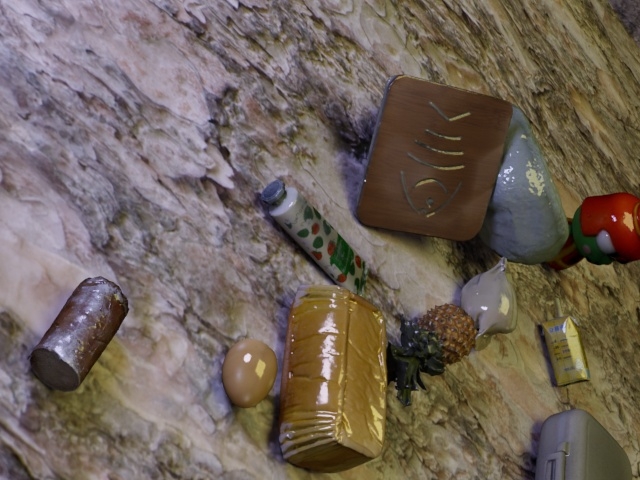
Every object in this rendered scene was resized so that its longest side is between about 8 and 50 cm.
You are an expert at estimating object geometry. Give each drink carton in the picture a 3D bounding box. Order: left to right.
[{"bbox_3d":[0.543,0.221,2.279,0.074,0.084,0.200,16,59,-60],"label":"drink carton"}]

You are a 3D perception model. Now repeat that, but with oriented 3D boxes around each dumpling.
[{"bbox_3d":[0.344,0.133,2.046,0.136,0.118,0.199,41,69,-54],"label":"dumpling"}]

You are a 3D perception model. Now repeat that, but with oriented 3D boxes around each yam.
[{"bbox_3d":[-0.293,0.111,1.250,0.079,0.079,0.141,51,40,-23],"label":"yam"}]

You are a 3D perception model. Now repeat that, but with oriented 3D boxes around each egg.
[{"bbox_3d":[-0.103,0.190,1.453,0.080,0.080,0.096,43,50,-30],"label":"egg"}]

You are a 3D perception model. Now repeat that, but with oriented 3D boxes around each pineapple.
[{"bbox_3d":[0.174,0.201,1.789,0.277,0.119,0.130,-21,133,-54],"label":"pineapple"}]

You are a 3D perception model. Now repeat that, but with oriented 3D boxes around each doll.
[{"bbox_3d":[0.665,-0.027,2.329,0.182,0.363,0.160,30,61,-41],"label":"doll"}]

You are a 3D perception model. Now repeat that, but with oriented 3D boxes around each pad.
[{"bbox_3d":[0.213,-0.145,1.895,0.286,0.018,0.284,9,101,-28],"label":"pad"}]

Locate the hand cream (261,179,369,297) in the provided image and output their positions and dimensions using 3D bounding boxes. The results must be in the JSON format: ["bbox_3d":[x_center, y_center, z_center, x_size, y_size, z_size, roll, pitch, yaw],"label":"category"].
[{"bbox_3d":[0.000,0.000,1.712,0.276,0.059,0.095,45,43,-35],"label":"hand cream"}]

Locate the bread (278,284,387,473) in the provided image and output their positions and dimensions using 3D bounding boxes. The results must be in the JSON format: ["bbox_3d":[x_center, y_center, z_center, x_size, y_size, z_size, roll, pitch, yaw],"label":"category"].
[{"bbox_3d":[0.020,0.208,1.569,0.152,0.119,0.288,35,48,-42],"label":"bread"}]

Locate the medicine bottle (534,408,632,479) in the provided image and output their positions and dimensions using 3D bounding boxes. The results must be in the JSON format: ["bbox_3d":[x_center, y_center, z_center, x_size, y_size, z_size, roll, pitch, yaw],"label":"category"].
[{"bbox_3d":[0.530,0.542,2.056,0.282,0.123,0.375,46,42,-30],"label":"medicine bottle"}]

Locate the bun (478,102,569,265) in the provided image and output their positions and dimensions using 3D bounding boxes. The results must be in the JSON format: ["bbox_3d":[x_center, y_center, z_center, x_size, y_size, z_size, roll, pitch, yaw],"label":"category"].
[{"bbox_3d":[0.385,-0.113,2.133,0.354,0.194,0.354,-19,90,-80],"label":"bun"}]
